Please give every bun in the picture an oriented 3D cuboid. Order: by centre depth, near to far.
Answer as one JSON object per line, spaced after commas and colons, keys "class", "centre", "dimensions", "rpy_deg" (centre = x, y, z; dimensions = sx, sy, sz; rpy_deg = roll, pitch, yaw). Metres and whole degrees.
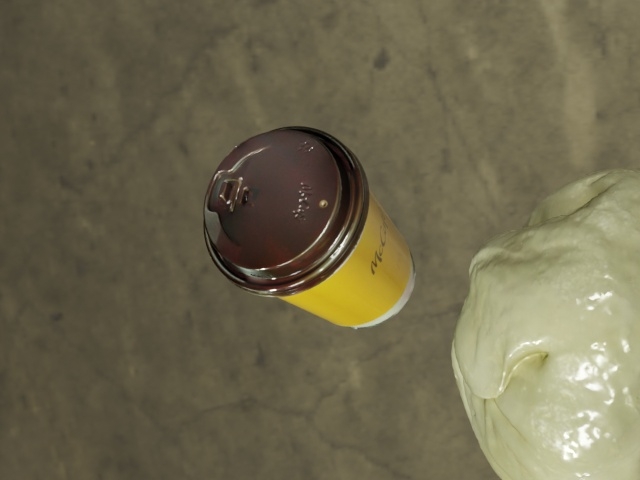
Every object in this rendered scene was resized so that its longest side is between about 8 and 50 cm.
{"class": "bun", "centre": [0.175, 0.076, 0.960], "dimensions": [0.160, 0.259, 0.259], "rpy_deg": [6, 104, 12]}

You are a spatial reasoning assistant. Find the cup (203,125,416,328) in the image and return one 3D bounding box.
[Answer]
{"class": "cup", "centre": [0.000, 0.000, 1.529], "dimensions": [0.196, 0.280, 0.196], "rpy_deg": [-11, 64, 23]}
